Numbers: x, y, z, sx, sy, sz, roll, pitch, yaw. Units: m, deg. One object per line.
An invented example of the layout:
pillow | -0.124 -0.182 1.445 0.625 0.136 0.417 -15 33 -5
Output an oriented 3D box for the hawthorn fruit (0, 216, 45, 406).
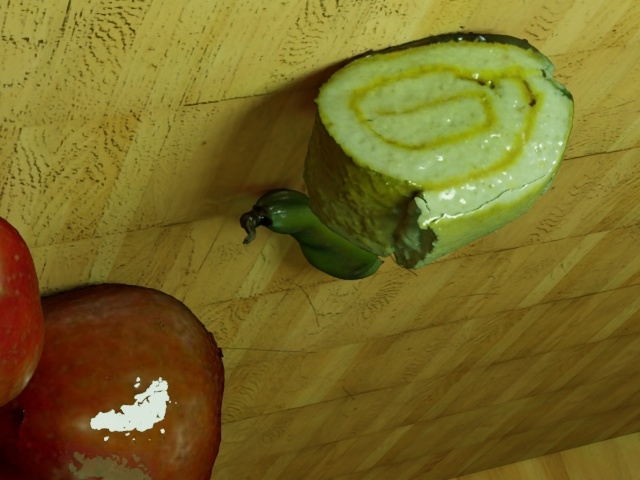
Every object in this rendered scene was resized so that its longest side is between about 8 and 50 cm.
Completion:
hawthorn fruit | -0.327 0.045 1.379 0.196 0.197 0.225 -9 148 -26

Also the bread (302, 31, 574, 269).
bread | 0.114 -0.083 1.437 0.257 0.186 0.124 -21 157 -20

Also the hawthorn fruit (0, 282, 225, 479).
hawthorn fruit | -0.251 0.185 1.686 0.311 0.295 0.295 -11 158 -18

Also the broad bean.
broad bean | -0.003 -0.007 1.708 0.075 0.067 0.325 -54 151 5
